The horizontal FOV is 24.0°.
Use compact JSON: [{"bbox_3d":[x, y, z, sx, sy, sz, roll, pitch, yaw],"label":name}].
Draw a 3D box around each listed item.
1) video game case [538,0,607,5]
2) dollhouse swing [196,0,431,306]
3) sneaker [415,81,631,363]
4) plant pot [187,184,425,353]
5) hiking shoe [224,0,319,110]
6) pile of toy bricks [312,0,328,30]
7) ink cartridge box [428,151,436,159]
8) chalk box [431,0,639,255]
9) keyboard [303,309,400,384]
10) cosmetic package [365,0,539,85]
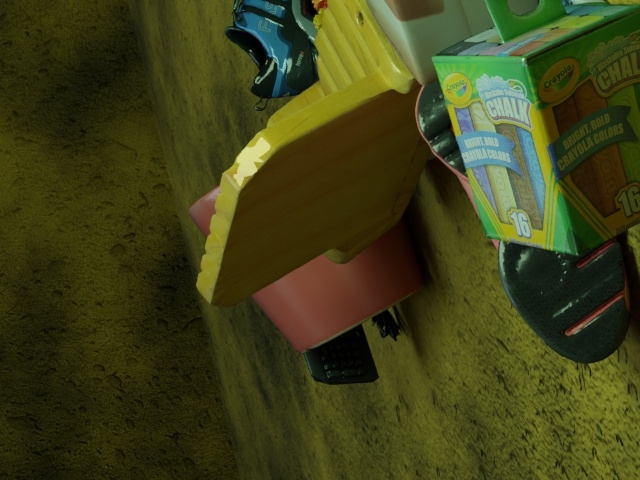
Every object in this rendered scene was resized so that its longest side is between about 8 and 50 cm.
[{"bbox_3d":[0.224,-0.152,1.342,0.190,0.022,0.173,-123,20,-53],"label":"video game case"},{"bbox_3d":[-0.035,-0.148,1.674,0.315,0.305,0.347,63,155,26],"label":"dollhouse swing"},{"bbox_3d":[0.210,-0.030,1.438,0.313,0.116,0.136,63,-166,15],"label":"sneaker"},{"bbox_3d":[0.000,0.000,1.998,0.243,0.275,0.275,61,166,3],"label":"plant pot"},{"bbox_3d":[-0.080,-0.339,2.140,0.113,0.132,0.304,103,148,-65],"label":"hiking shoe"},{"bbox_3d":[-0.041,-0.368,1.998,0.118,0.105,0.212,102,149,-64],"label":"pile of toy bricks"},{"bbox_3d":[0.128,-0.141,1.743,0.083,0.028,0.048,88,159,-46],"label":"ink cartridge box"},{"bbox_3d":[0.189,-0.115,1.205,0.132,0.132,0.213,15,128,60],"label":"chalk box"},{"bbox_3d":[0.022,0.056,2.157,0.033,0.201,0.317,-35,64,40],"label":"keyboard"},{"bbox_3d":[0.078,-0.298,1.280,0.153,0.129,0.296,-116,1,-46],"label":"cosmetic package"}]
